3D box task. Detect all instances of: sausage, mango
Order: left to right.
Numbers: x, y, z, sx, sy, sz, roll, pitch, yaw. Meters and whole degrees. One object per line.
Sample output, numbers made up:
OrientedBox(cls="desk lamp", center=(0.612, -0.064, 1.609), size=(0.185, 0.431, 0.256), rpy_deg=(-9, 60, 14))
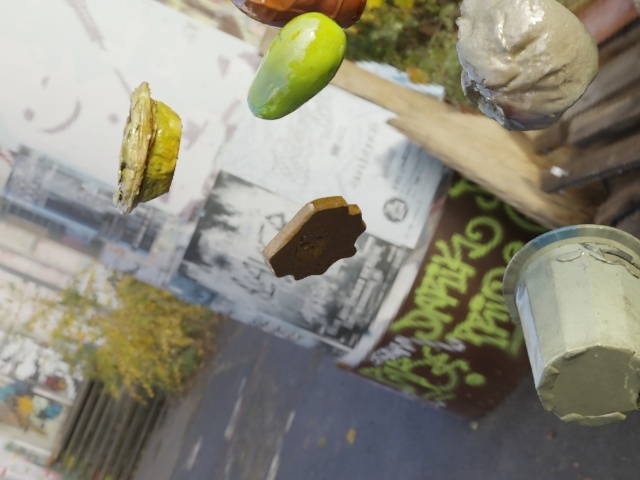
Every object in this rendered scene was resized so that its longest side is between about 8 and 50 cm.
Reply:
OrientedBox(cls="mango", center=(-0.032, -0.222, 1.297), size=(0.163, 0.089, 0.117), rpy_deg=(-33, 25, 50))
OrientedBox(cls="sausage", center=(-0.030, -0.360, 1.465), size=(0.133, 0.258, 0.133), rpy_deg=(3, 95, 40))

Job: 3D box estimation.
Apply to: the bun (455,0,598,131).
OrientedBox(cls="bun", center=(0.367, -0.314, 1.893), size=(0.205, 0.281, 0.281), rpy_deg=(-60, 8, -12))

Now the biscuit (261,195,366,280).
OrientedBox(cls="biscuit", center=(-0.001, -0.002, 1.779), size=(0.182, 0.215, 0.034), rpy_deg=(-46, 61, 17))

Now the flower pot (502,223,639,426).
OrientedBox(cls="flower pot", center=(0.349, 0.121, 1.321), size=(0.203, 0.212, 0.212), rpy_deg=(-86, 21, -51))

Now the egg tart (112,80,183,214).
OrientedBox(cls="egg tart", center=(-0.351, -0.182, 2.076), size=(0.288, 0.118, 0.288), rpy_deg=(-173, 90, -74))
